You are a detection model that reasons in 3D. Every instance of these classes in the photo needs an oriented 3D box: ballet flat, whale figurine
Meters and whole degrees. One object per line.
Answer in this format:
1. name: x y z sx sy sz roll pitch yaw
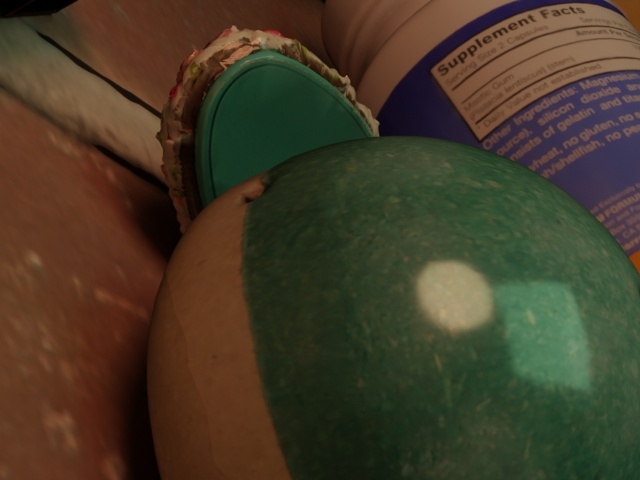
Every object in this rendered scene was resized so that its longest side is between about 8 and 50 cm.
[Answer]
1. ballet flat: 0.000 0.000 0.660 0.077 0.091 0.241 35 -10 45
2. whale figurine: 0.060 0.091 0.544 0.272 0.141 0.216 61 18 -15

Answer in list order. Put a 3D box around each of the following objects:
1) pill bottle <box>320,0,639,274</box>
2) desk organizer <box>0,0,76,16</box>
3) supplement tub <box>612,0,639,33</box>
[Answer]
1. pill bottle: 0.106 -0.032 0.822 0.152 0.152 0.272 37 17 -53
2. desk organizer: -0.103 -0.101 0.550 0.050 0.047 0.130 63 17 -2
3. supplement tub: 0.249 -0.100 1.059 0.241 0.331 0.241 52 19 -26
